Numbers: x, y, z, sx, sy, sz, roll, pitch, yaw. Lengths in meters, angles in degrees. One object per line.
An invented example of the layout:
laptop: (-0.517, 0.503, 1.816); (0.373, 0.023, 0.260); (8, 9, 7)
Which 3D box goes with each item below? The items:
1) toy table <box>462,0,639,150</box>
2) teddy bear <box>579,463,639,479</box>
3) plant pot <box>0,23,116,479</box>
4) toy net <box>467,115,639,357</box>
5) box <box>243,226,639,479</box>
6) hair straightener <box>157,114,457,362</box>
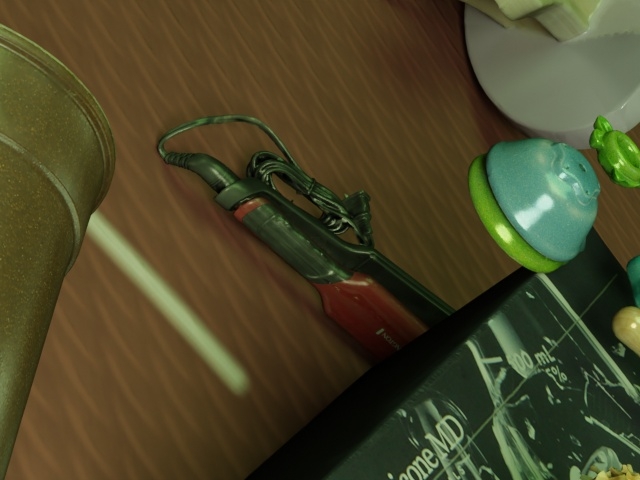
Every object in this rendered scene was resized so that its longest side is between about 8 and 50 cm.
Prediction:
toy table: (0.164, -0.219, 1.154); (0.161, 0.252, 0.274); (45, 19, -41)
teddy bear: (0.199, 0.215, 0.563); (0.338, 0.113, 0.245); (47, 36, -11)
plant pot: (-0.172, 0.023, 0.578); (0.167, 0.167, 0.165); (30, 48, -32)
toy net: (0.162, 0.045, 0.742); (0.122, 0.045, 0.232); (-6, 64, -55)
box: (0.103, 0.206, 0.717); (0.312, 0.179, 0.343); (53, 32, 1)
hair straightener: (0.000, 0.000, 0.915); (0.230, 0.047, 0.089); (36, 34, -17)
